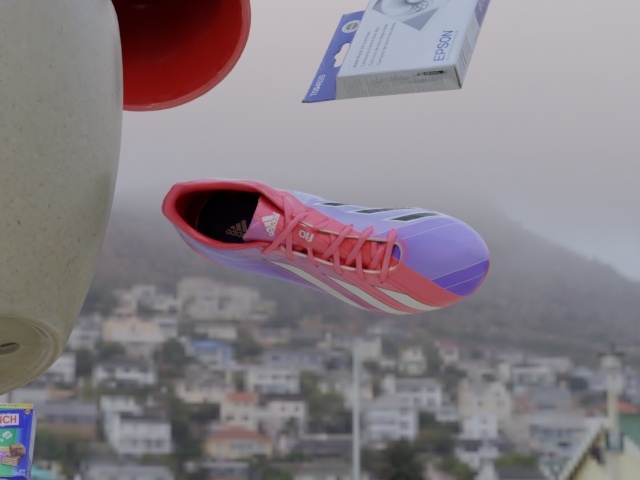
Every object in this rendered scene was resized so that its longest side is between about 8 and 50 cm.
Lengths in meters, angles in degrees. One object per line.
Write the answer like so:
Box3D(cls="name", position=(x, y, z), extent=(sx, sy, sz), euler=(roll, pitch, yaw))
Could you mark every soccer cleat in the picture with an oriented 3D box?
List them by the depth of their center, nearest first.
Box3D(cls="soccer cleat", position=(0.000, 0.000, 1.098), extent=(0.248, 0.083, 0.095), euler=(12, -5, 25))

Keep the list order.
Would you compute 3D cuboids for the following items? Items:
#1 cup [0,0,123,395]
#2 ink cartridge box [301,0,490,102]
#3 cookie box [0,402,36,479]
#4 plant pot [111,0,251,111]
Box3D(cls="cup", position=(-0.276, -0.022, 1.002), extent=(0.331, 0.237, 0.331), euler=(-14, -25, -6))
Box3D(cls="ink cartridge box", position=(0.099, -0.269, 1.969), extent=(0.224, 0.223, 0.045), euler=(-4, -50, 23))
Box3D(cls="cookie box", position=(-0.406, 0.257, 1.859), extent=(0.092, 0.107, 0.040), euler=(1, -39, -5))
Box3D(cls="plant pot", position=(-0.233, -0.340, 1.876), extent=(0.275, 0.243, 0.275), euler=(-4, -51, -5))
